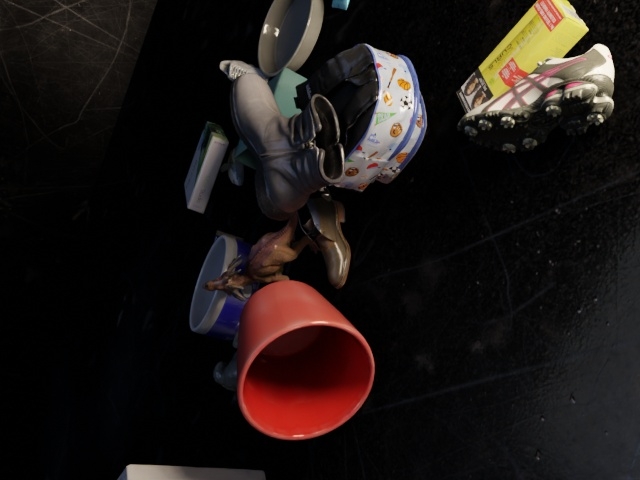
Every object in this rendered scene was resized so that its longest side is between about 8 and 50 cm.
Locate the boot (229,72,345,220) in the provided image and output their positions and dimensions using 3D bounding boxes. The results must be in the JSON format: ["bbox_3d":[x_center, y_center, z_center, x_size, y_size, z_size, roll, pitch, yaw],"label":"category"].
[{"bbox_3d":[-0.056,-0.227,1.381,0.223,0.118,0.338,-36,68,47],"label":"boot"}]

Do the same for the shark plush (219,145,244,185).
[{"bbox_3d":[-0.233,-0.243,2.100,0.067,0.073,0.161,16,76,34],"label":"shark plush"}]

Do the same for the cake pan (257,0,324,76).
[{"bbox_3d":[-0.082,-0.594,1.977,0.293,0.054,0.293,-29,54,50],"label":"cake pan"}]

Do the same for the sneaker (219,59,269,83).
[{"bbox_3d":[-0.230,-0.496,2.133,0.235,0.095,0.090,37,108,55],"label":"sneaker"}]

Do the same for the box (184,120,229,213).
[{"bbox_3d":[-0.361,-0.236,2.197,0.322,0.059,0.232,-128,58,-68],"label":"box"}]

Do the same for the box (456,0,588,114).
[{"bbox_3d":[0.336,-0.301,1.193,0.232,0.058,0.087,-47,41,37],"label":"box"}]

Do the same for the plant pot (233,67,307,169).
[{"bbox_3d":[-0.090,-0.302,1.776,0.166,0.166,0.234,-27,47,51],"label":"plant pot"}]

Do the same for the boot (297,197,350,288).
[{"bbox_3d":[0.000,0.000,1.554,0.082,0.106,0.219,-39,46,44],"label":"boot"}]

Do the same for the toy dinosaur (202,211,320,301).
[{"bbox_3d":[-0.131,0.042,1.632,0.127,0.200,0.295,50,120,33],"label":"toy dinosaur"}]

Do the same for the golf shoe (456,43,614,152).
[{"bbox_3d":[0.346,-0.221,1.131,0.273,0.105,0.120,-9,55,50],"label":"golf shoe"}]

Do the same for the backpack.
[{"bbox_3d":[0.093,-0.248,1.411,0.263,0.213,0.276,127,137,-52],"label":"backpack"}]

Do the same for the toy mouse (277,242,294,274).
[{"bbox_3d":[-0.105,0.020,1.783,0.161,0.031,0.143,39,111,56],"label":"toy mouse"}]

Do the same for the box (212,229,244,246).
[{"bbox_3d":[-0.292,0.090,2.047,0.136,0.037,0.225,16,93,58],"label":"box"}]

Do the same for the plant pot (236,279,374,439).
[{"bbox_3d":[-0.051,0.221,1.430,0.274,0.275,0.243,-64,23,18],"label":"plant pot"}]

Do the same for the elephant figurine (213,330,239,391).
[{"bbox_3d":[-0.144,0.243,1.657,0.186,0.169,0.239,9,67,30],"label":"elephant figurine"}]

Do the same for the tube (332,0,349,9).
[{"bbox_3d":[0.075,-0.691,1.779,0.080,0.052,0.207,43,119,60],"label":"tube"}]

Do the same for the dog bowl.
[{"bbox_3d":[-0.251,0.125,1.852,0.265,0.104,0.264,-53,26,40],"label":"dog bowl"}]

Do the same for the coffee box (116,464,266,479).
[{"bbox_3d":[-0.313,0.724,1.533,0.338,0.338,0.334,-54,37,32],"label":"coffee box"}]
